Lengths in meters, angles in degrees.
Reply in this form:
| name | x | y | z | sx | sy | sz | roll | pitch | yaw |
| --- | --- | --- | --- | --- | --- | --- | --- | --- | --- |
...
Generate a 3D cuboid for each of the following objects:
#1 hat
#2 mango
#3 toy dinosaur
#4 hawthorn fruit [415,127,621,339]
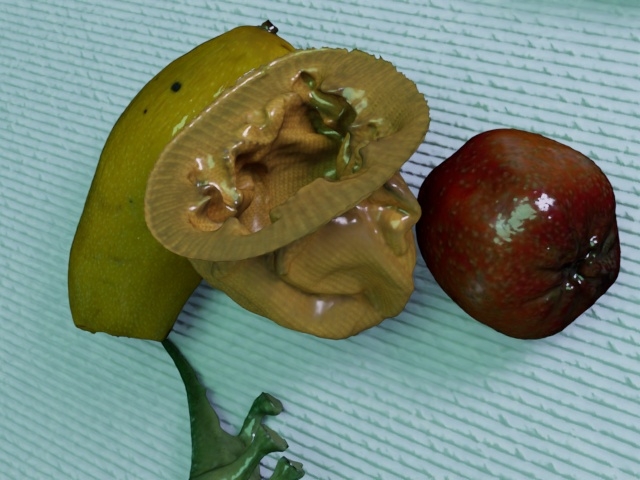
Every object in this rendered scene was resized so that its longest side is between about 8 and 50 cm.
| name | x | y | z | sx | sy | sz | roll | pitch | yaw |
| --- | --- | --- | --- | --- | --- | --- | --- | --- | --- |
| hat | 0.000 | 0.000 | 0.786 | 0.233 | 0.233 | 0.244 | -17 | 41 | 4 |
| mango | -0.139 | -0.055 | 0.895 | 0.187 | 0.144 | 0.359 | 45 | 102 | 26 |
| toy dinosaur | -0.103 | 0.303 | 0.816 | 0.301 | 0.087 | 0.447 | -54 | 44 | 8 |
| hawthorn fruit | 0.150 | -0.018 | 0.747 | 0.157 | 0.157 | 0.194 | -48 | 45 | 9 |
